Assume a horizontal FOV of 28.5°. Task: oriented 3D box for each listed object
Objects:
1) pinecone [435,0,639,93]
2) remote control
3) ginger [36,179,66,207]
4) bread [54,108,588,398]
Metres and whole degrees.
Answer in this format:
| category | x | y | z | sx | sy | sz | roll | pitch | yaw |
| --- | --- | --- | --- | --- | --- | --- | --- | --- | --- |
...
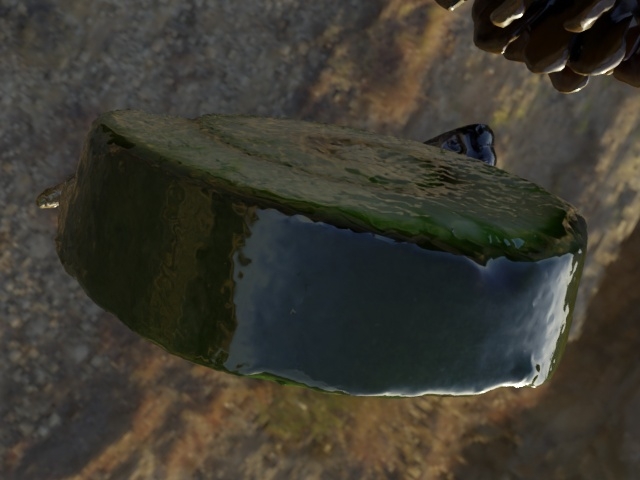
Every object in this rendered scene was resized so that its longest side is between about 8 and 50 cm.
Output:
| category | x | y | z | sx | sy | sz | roll | pitch | yaw |
| --- | --- | --- | --- | --- | --- | --- | --- | --- | --- |
| pinecone | 0.234 | -0.338 | 1.191 | 0.384 | 0.384 | 0.384 | -29 | 135 | -33 |
| remote control | 0.082 | -0.058 | 1.414 | 0.090 | 0.266 | 0.066 | 10 | 65 | -49 |
| ginger | -0.213 | -0.050 | 1.153 | 0.097 | 0.048 | 0.030 | -20 | 106 | -39 |
| bread | 0.000 | 0.000 | 0.917 | 0.366 | 0.382 | 0.129 | -80 | -177 | -76 |
